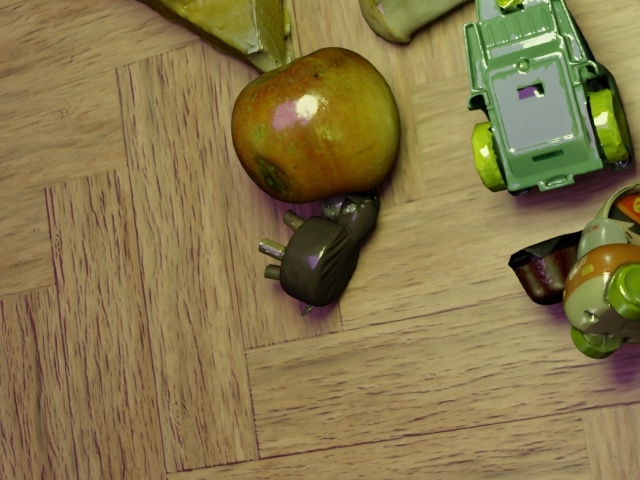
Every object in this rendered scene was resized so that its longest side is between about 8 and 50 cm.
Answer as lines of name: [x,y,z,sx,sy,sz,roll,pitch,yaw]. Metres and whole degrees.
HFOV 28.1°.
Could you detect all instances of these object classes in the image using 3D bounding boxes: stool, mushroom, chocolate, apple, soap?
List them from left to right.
soap: [-0.223,-0.359,1.961,0.338,0.169,0.304,-12,70,25]
apple: [-0.002,-0.156,1.802,0.237,0.237,0.207,-19,102,23]
stool: [0.000,0.000,1.845,0.121,0.125,0.217,27,87,27]
mushroom: [0.203,-0.381,1.784,0.328,0.122,0.159,-31,64,20]
chocolate: [0.314,0.047,1.688,0.125,0.148,0.080,-45,63,57]

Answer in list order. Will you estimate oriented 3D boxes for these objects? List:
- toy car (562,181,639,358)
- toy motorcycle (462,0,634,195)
toy car: [0.412,0.028,1.613,0.235,0.235,0.145,58,151,19]
toy motorcycle: [0.292,-0.231,1.698,0.191,0.200,0.326,-13,90,24]
